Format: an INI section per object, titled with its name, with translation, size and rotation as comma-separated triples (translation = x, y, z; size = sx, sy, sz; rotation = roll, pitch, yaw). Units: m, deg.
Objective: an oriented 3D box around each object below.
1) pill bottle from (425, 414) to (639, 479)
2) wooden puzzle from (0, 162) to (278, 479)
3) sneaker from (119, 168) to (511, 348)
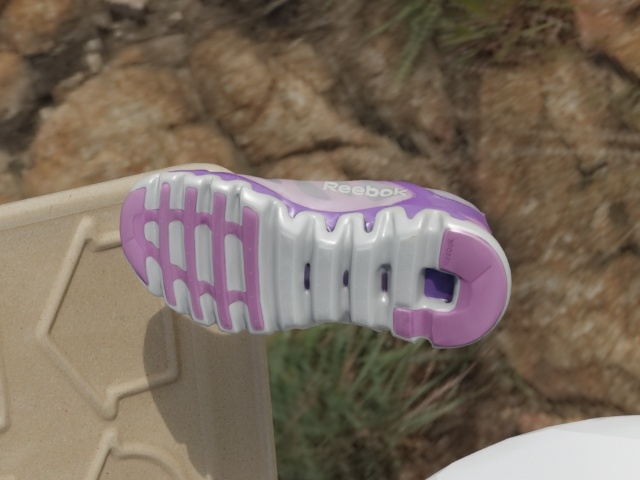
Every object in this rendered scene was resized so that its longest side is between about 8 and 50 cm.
[pill bottle]
translation = 0.086, 0.142, 0.410
size = 0.161, 0.283, 0.161
rotation = -5, 69, 13
[wooden puzzle]
translation = -0.203, 0.129, 1.198
size = 0.080, 0.348, 0.322
rotation = 24, 123, 59
[sneaker]
translation = 0.000, 0.000, 1.087
size = 0.236, 0.104, 0.095
rotation = 8, 115, 9
